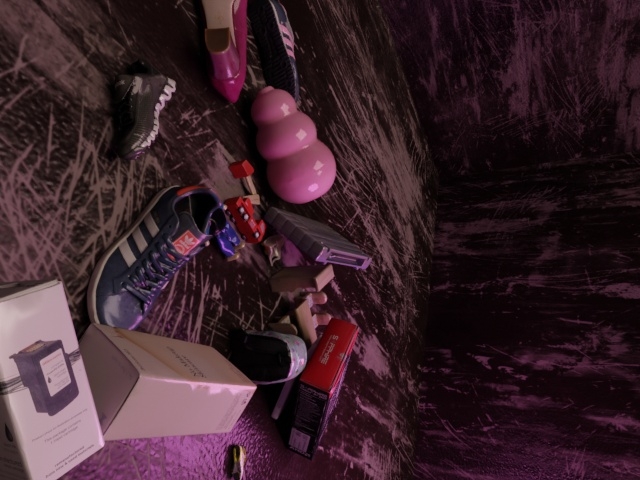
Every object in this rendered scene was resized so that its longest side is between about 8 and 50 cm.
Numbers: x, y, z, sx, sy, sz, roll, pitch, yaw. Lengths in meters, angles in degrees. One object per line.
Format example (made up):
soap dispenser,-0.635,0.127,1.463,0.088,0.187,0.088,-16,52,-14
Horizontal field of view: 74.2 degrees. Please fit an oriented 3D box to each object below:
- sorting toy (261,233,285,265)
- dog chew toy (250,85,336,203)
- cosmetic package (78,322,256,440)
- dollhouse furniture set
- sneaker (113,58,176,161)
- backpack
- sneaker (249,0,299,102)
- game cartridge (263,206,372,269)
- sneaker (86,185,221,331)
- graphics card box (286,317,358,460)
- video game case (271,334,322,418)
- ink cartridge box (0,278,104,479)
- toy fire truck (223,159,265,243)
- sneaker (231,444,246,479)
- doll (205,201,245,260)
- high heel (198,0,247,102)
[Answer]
sorting toy,-0.137,0.032,1.231,0.083,0.045,0.075,-47,133,-55
dog chew toy,-0.090,-0.276,1.215,0.331,0.207,0.206,65,33,-18
cosmetic package,-0.274,0.258,0.762,0.113,0.160,0.309,-58,149,-6
dollhouse furniture set,-0.036,0.204,1.260,0.212,0.161,0.241,-38,119,-58
sneaker,-0.362,-0.261,0.819,0.106,0.078,0.234,46,43,-46
backpack,-0.128,0.285,1.051,0.115,0.182,0.151,1,84,-62
sneaker,-0.111,-0.571,1.300,0.131,0.112,0.318,-35,118,-55
game cartridge,0.000,0.000,1.316,0.068,0.230,0.355,-61,152,8
sneaker,-0.299,0.022,0.807,0.131,0.148,0.349,54,41,-44
graphics card box,0.004,0.427,1.210,0.232,0.095,0.370,-57,161,-49
video game case,-0.061,0.392,1.227,0.201,0.023,0.183,-39,155,-58
ink cartridge box,-0.404,0.179,0.556,0.100,0.172,0.236,-25,107,-61
toy fire truck,-0.196,-0.102,1.130,0.192,0.047,0.135,63,33,-36
sneaker,-0.196,0.546,1.041,0.035,0.031,0.083,23,66,-60
doll,-0.252,-0.032,1.015,0.188,0.046,0.129,61,35,-38
high heel,-0.245,-0.552,1.097,0.181,0.128,0.376,93,-1,-67
